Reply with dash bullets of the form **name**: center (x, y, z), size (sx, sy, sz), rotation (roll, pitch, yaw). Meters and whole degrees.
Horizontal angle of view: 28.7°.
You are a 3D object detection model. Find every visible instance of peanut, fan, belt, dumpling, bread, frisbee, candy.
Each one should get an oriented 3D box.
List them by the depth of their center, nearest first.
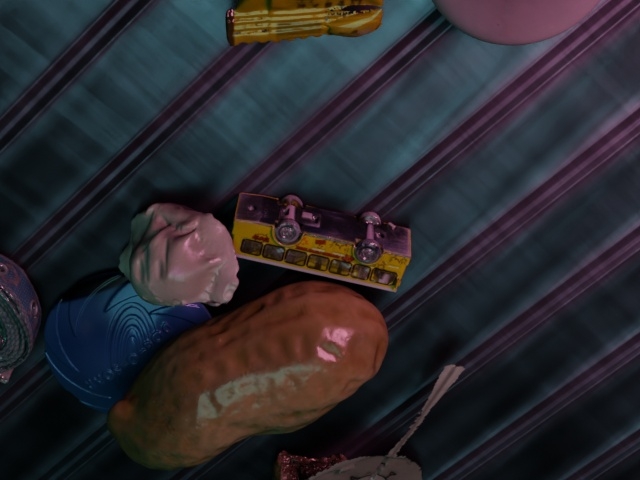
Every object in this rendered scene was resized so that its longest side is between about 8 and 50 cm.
- **candy**: center (-0.017, -0.357, 1.366), size (0.187, 0.081, 0.297), rotation (-2, 120, 0)
- **dumpling**: center (-0.184, 0.018, 1.567), size (0.188, 0.108, 0.127), rotation (8, 112, 34)
- **peanut**: center (-0.095, 0.178, 1.617), size (0.387, 0.169, 0.192), rotation (-23, 147, 6)
- **belt**: center (-0.441, 0.093, 1.634), size (0.163, 0.082, 0.147), rotation (33, 119, -16)
- **frisbee**: center (-0.255, 0.150, 1.687), size (0.242, 0.045, 0.242), rotation (0, 119, -1)
- **fan**: center (0.084, 0.319, 1.753), size (0.233, 0.012, 0.415), rotation (14, 122, -37)
- **bread**: center (-0.013, 0.346, 1.787), size (0.113, 0.060, 0.082), rotation (-1, 118, -1)

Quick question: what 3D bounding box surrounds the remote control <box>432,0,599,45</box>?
- **remote control**: center (0.240, -0.362, 1.346), size (0.221, 0.103, 0.332), rotation (18, 119, -12)

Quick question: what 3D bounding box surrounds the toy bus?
- **toy bus**: center (0.000, 0.000, 1.573), size (0.226, 0.081, 0.074), rotation (12, 121, -6)
